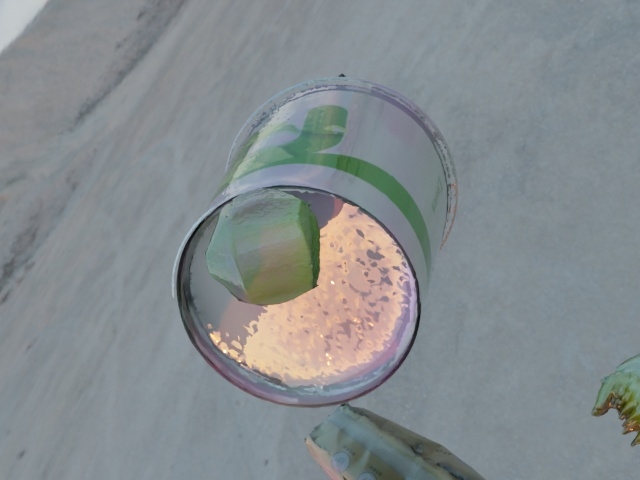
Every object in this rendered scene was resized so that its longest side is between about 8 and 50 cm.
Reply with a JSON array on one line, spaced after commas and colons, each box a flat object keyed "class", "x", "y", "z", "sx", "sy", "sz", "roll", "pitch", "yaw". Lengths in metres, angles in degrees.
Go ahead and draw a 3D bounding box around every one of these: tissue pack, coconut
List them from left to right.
[{"class": "coconut", "x": -0.038, "y": 0.005, "z": 0.478, "sx": 0.082, "sy": 0.081, "sz": 0.083, "roll": 61, "pitch": -166, "yaw": -71}, {"class": "tissue pack", "x": 0.123, "y": 0.324, "z": 0.891, "sx": 0.256, "sy": 0.215, "sz": 0.123, "roll": 28, "pitch": 66, "yaw": 39}]

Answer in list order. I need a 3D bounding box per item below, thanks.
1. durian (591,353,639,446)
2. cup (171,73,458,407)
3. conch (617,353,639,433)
[{"class": "durian", "x": 0.242, "y": 0.061, "z": 0.268, "sx": 0.252, "sy": 0.144, "sz": 0.139, "roll": -34, "pitch": 54, "yaw": 23}, {"class": "cup", "x": 0.000, "y": 0.000, "z": 0.648, "sx": 0.253, "sy": 0.253, "sz": 0.274, "roll": -50, "pitch": 8, "yaw": 24}, {"class": "conch", "x": 0.426, "y": 0.158, "z": 0.653, "sx": 0.195, "sy": 0.277, "sz": 0.220, "roll": -38, "pitch": -37, "yaw": -55}]
